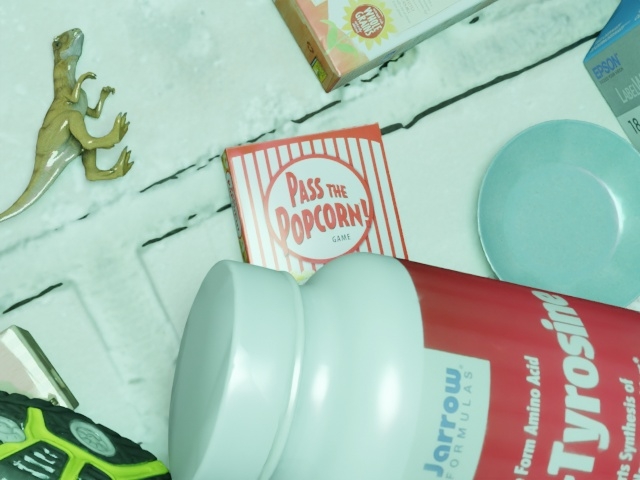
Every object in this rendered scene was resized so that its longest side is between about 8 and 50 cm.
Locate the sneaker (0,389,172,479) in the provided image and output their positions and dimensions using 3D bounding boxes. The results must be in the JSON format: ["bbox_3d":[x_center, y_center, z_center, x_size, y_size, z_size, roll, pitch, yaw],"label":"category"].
[{"bbox_3d":[-0.156,0.238,0.757,0.384,0.145,0.147,37,95,-35],"label":"sneaker"}]

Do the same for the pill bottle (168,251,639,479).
[{"bbox_3d":[0.098,0.138,0.815,0.407,0.229,0.229,12,80,-19],"label":"pill bottle"}]

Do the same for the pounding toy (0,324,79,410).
[{"bbox_3d":[-0.294,0.162,0.785,0.206,0.181,0.094,-35,91,-13],"label":"pounding toy"}]

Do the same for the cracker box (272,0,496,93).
[{"bbox_3d":[0.069,-0.265,0.972,0.232,0.067,0.156,-30,90,-12],"label":"cracker box"}]

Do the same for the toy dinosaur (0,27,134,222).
[{"bbox_3d":[-0.228,-0.081,0.902,0.112,0.064,0.211,11,71,9],"label":"toy dinosaur"}]

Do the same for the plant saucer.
[{"bbox_3d":[0.238,-0.018,0.988,0.195,0.037,0.195,2,82,-11],"label":"plant saucer"}]

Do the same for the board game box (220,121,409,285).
[{"bbox_3d":[0.000,0.000,0.934,0.146,0.045,0.193,-12,85,-13],"label":"board game box"}]

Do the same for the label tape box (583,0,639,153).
[{"bbox_3d":[0.352,-0.170,0.928,0.106,0.240,0.334,-30,88,-12],"label":"label tape box"}]
